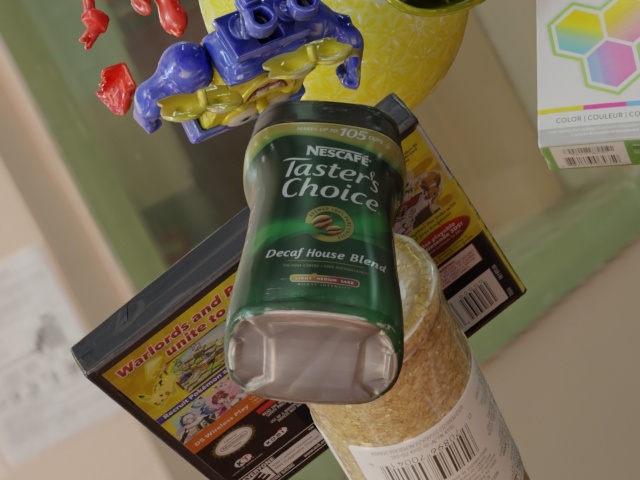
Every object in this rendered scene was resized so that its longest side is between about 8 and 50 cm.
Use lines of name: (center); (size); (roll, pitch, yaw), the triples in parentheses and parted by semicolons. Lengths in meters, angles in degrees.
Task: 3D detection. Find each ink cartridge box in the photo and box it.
ink cartridge box: (0.234, -0.166, 1.355); (0.109, 0.209, 0.062); (-3, -19, 17)

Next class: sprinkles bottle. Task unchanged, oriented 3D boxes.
sprinkles bottle: (0.075, 0.145, 1.161); (0.121, 0.355, 0.121); (-13, 46, 14)

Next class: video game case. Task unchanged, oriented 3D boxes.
video game case: (-0.004, 0.054, 1.176); (0.275, 0.035, 0.248); (-38, -38, 1)

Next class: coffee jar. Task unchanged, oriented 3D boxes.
coffee jar: (0.000, 0.000, 0.927); (0.096, 0.079, 0.184); (4, 44, -1)

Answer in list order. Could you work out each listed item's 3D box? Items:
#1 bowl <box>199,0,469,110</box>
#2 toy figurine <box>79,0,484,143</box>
bowl: (0.035, -0.273, 1.653); (0.289, 0.289, 0.156); (-30, -7, -27)
toy figurine: (-0.047, -0.181, 1.356); (0.362, 0.191, 0.217); (-26, -12, -23)
